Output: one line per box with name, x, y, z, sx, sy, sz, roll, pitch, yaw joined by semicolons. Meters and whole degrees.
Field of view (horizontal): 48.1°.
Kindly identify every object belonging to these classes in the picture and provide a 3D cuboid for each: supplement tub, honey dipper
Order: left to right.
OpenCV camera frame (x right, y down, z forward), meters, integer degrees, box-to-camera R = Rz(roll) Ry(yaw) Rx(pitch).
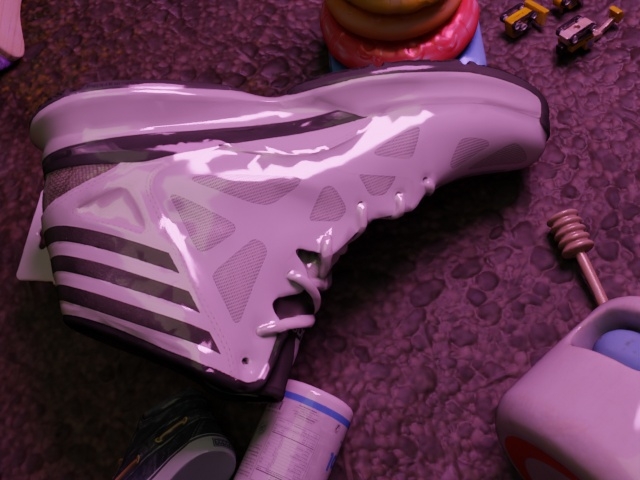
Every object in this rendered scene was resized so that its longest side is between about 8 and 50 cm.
supplement tub;-0.024;0.173;0.577;0.071;0.071;0.107;18;69;17
honey dipper;0.242;0.047;0.619;0.031;0.030;0.160;-19;66;0

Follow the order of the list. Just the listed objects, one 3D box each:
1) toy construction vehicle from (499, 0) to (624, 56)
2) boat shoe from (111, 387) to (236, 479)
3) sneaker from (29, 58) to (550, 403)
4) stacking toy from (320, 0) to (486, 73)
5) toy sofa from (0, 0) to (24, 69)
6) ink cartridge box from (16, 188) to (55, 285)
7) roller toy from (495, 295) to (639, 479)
toy construction vehicle;0.253;-0.230;0.753;0.098;0.035;0.086;-35;53;-11
boat shoe;-0.150;0.207;0.592;0.183;0.065;0.083;-42;37;2
sneaker;-0.001;0.000;0.611;0.448;0.169;0.257;-6;78;-12
stacking toy;0.067;-0.278;0.652;0.166;0.301;0.175;-6;64;7
toy sofa;-0.472;-0.359;0.887;0.150;0.177;0.362;-20;60;27
ink cartridge box;-0.184;0.007;0.690;0.180;0.060;0.104;2;65;10
roller toy;0.233;0.141;0.481;0.146;0.191;0.209;-40;64;-11
